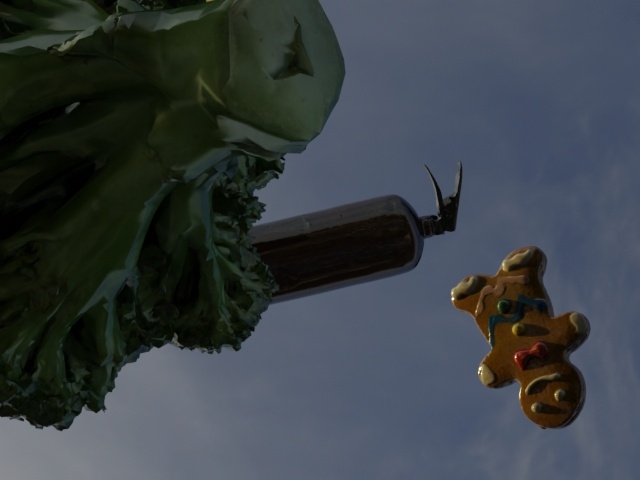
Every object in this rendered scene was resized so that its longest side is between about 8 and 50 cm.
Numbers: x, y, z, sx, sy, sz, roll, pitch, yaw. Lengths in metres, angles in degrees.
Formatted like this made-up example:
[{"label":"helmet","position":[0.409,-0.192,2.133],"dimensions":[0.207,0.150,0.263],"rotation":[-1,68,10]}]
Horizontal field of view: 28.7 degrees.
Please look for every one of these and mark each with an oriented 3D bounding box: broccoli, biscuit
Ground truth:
[{"label":"broccoli","position":[-0.090,-0.054,0.609],"dimensions":[0.269,0.269,0.254],"rotation":[-25,-72,26]},{"label":"biscuit","position":[0.229,0.111,1.381],"dimensions":[0.138,0.031,0.205],"rotation":[-29,-115,20]}]

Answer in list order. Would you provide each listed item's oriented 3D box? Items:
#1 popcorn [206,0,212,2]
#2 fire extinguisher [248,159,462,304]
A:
[{"label":"popcorn","position":[-0.088,-0.242,0.806],"dimensions":[0.250,0.250,0.190],"rotation":[31,-73,3]},{"label":"fire extinguisher","position":[0.000,0.000,1.066],"dimensions":[0.268,0.072,0.089],"rotation":[-13,-84,-9]}]
